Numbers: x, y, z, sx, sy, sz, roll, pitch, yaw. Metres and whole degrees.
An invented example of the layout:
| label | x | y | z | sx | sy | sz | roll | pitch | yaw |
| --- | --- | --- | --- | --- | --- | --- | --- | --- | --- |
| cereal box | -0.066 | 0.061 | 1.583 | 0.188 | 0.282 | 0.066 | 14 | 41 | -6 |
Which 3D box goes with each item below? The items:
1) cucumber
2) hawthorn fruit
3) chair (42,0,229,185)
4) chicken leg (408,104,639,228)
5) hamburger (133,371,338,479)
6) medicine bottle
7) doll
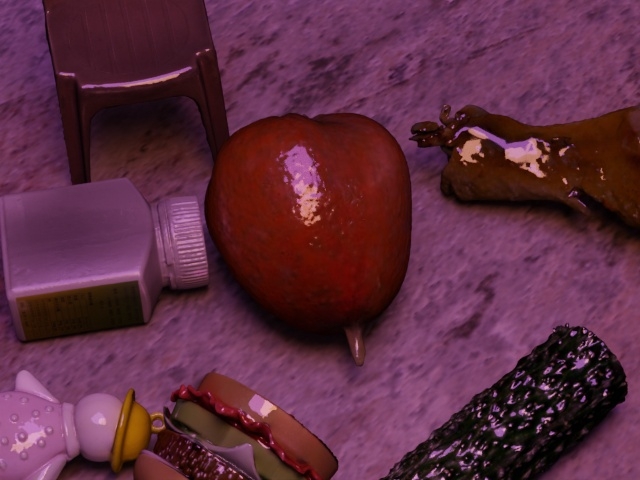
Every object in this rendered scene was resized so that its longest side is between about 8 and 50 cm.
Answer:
| label | x | y | z | sx | sy | sz | roll | pitch | yaw |
| --- | --- | --- | --- | --- | --- | --- | --- | --- | --- |
| cucumber | 0.117 | 0.207 | 1.466 | 0.359 | 0.096 | 0.096 | -38 | 60 | -23 |
| hawthorn fruit | 0.000 | 0.000 | 1.580 | 0.199 | 0.199 | 0.251 | -13 | 67 | -9 |
| chair | -0.188 | -0.222 | 1.657 | 0.175 | 0.326 | 0.183 | -12 | 52 | -6 |
| chicken leg | 0.302 | -0.075 | 1.667 | 0.429 | 0.153 | 0.201 | 5 | 39 | 14 |
| hamburger | -0.078 | 0.204 | 1.431 | 0.175 | 0.175 | 0.137 | 30 | 74 | 22 |
| medicine bottle | -0.204 | 0.013 | 1.621 | 0.188 | 0.088 | 0.132 | -8 | 52 | -6 |
| doll | -0.237 | 0.171 | 1.503 | 0.207 | 0.081 | 0.129 | -6 | 59 | -7 |
